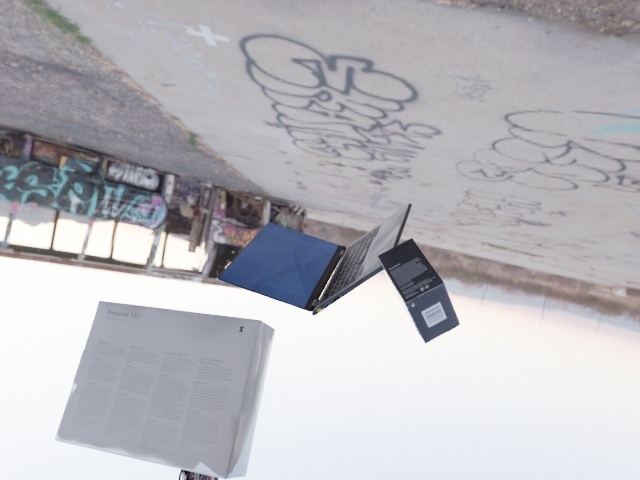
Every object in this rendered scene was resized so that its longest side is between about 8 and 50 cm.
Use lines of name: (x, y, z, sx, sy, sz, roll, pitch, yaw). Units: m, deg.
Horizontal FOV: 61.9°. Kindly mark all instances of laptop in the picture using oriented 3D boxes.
laptop: (0.000, 0.000, 1.467, 0.236, 0.408, 0.382, 48, -151, -9)

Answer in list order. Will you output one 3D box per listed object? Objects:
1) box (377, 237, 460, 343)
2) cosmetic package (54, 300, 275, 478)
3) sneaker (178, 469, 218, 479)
box: (0.212, 0.108, 1.159, 0.156, 0.093, 0.158, 59, -178, -41)
cosmetic package: (-0.301, 0.281, 1.055, 0.378, 0.284, 0.097, 4, 162, 18)
sneaker: (-0.354, 0.713, 1.497, 0.121, 0.299, 0.112, -24, 131, 8)
